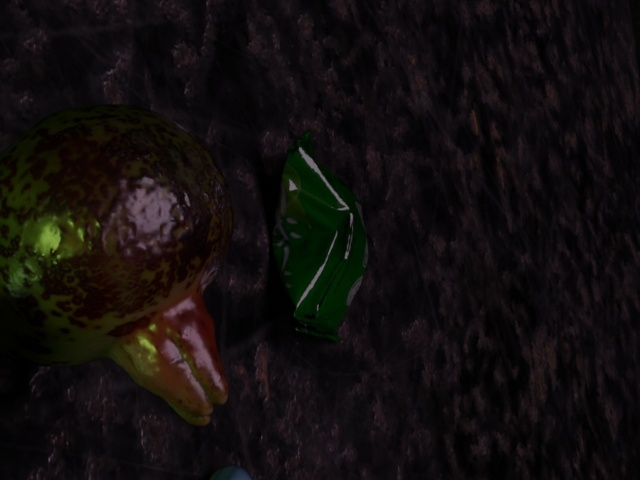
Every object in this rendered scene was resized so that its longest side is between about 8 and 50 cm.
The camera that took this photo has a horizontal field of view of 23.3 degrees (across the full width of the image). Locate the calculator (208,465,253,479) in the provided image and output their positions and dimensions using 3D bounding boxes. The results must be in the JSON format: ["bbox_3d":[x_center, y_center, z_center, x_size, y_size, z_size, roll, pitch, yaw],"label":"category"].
[{"bbox_3d":[-0.057,0.291,1.355,0.210,0.039,0.121,58,31,-29],"label":"calculator"}]

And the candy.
[{"bbox_3d":[0.003,-0.001,1.558,0.141,0.078,0.203,17,68,-57],"label":"candy"}]

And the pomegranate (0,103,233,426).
[{"bbox_3d":[-0.145,0.025,1.120,0.248,0.214,0.214,57,26,12],"label":"pomegranate"}]
